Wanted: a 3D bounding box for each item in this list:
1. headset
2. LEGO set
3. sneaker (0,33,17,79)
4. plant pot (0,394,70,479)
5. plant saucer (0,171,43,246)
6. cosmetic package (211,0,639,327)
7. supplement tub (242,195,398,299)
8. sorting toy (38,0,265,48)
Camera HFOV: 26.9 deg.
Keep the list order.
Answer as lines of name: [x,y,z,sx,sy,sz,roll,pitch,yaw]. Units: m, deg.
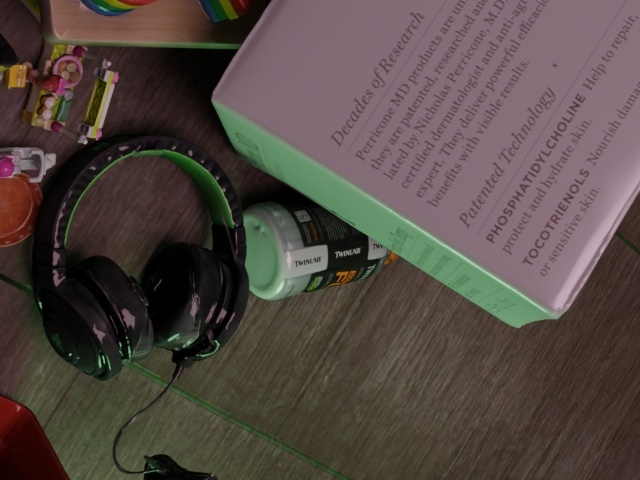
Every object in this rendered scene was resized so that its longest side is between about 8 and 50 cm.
headset: [-0.177,0.083,1.463,0.243,0.185,0.394,-8,103,-36]
LEGO set: [-0.270,-0.196,1.324,0.132,0.107,0.287,-15,117,-34]
sneaker: [-0.412,-0.131,1.187,0.300,0.111,0.121,-5,130,-46]
plant pot: [-0.416,0.288,1.325,0.267,0.267,0.236,32,100,-42]
plant saucer: [-0.331,-0.035,1.404,0.083,0.013,0.083,-17,118,-34]
cosmetic package: [0.146,-0.148,1.419,0.327,0.393,0.329,-58,176,-4]
supplement tub: [0.000,0.000,1.616,0.190,0.117,0.117,-11,115,-35]
sorting toy: [-0.150,-0.324,1.317,0.257,0.089,0.255,-6,91,-41]
